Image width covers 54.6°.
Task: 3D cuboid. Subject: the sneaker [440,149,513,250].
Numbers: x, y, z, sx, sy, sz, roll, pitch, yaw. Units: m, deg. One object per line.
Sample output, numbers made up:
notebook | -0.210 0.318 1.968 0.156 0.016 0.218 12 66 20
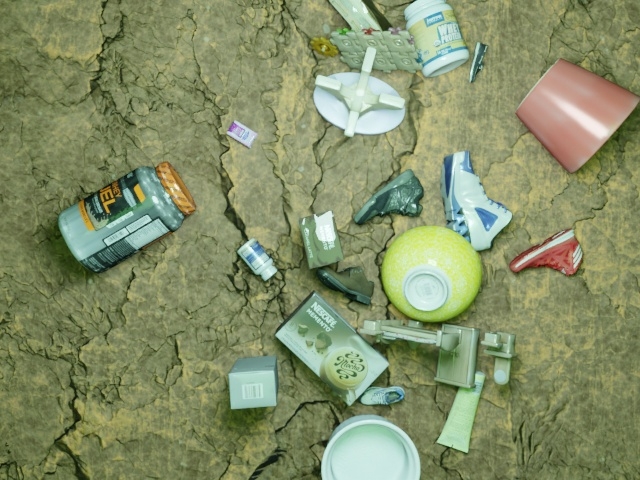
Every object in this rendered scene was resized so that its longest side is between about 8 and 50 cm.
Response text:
sneaker | 0.459 -0.108 1.818 0.182 0.127 0.315 -6 96 -5

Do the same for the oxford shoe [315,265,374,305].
oxford shoe | 0.073 0.108 1.783 0.227 0.083 0.096 29 79 -44

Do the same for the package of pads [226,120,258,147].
package of pads | -0.232 -0.316 1.841 0.083 0.032 0.050 32 86 -1

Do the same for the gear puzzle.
gear puzzle | 0.126 -0.552 1.772 0.339 0.175 0.044 10 71 30

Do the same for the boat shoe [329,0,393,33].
boat shoe | 0.136 -0.627 1.826 0.098 0.109 0.302 -31 103 33

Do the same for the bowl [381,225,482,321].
bowl | 0.302 0.116 1.737 0.290 0.156 0.289 5 108 14

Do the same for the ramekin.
ramekin | 0.139 0.639 1.788 0.277 0.135 0.277 0 89 -1

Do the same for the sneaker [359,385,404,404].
sneaker | 0.183 0.459 1.829 0.135 0.058 0.052 -11 90 -1

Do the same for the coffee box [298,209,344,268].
coffee box | 0.000 0.000 1.735 0.098 0.246 0.141 -14 90 -1

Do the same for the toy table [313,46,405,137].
toy table | 0.115 -0.410 1.786 0.274 0.161 0.252 4 90 0

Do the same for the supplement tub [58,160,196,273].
supplement tub | -0.537 -0.071 1.746 0.338 0.207 0.207 -31 90 -2

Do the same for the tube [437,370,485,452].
tube | 0.424 0.501 1.838 0.062 0.070 0.240 14 93 -41

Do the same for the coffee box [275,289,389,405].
coffee box | 0.031 0.306 1.797 0.297 0.119 0.168 44 90 -1

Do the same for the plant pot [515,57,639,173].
plant pot | 0.710 -0.366 1.760 0.243 0.275 0.275 40 89 9

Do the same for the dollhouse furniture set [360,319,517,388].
dollhouse furniture set | 0.322 0.321 1.680 0.303 0.355 0.173 4 87 38

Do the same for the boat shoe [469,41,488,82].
boat shoe | 0.471 -0.530 1.853 0.038 0.046 0.125 14 81 4

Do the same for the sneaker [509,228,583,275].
sneaker | 0.679 0.067 1.830 0.221 0.087 0.128 -30 89 0

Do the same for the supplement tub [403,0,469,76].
supplement tub | 0.333 -0.593 1.799 0.144 0.144 0.199 -21 90 -1

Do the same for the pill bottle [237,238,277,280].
pill bottle | -0.183 0.058 1.821 0.067 0.067 0.120 -40 90 -1

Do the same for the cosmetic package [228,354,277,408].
cosmetic package | -0.182 0.392 1.735 0.127 0.238 0.107 -4 92 -4

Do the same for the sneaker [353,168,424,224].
sneaker | 0.212 -0.097 1.821 0.227 0.087 0.130 -36 84 -7
